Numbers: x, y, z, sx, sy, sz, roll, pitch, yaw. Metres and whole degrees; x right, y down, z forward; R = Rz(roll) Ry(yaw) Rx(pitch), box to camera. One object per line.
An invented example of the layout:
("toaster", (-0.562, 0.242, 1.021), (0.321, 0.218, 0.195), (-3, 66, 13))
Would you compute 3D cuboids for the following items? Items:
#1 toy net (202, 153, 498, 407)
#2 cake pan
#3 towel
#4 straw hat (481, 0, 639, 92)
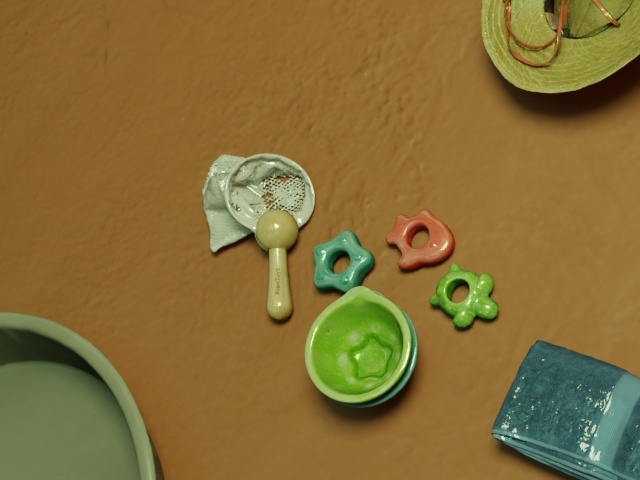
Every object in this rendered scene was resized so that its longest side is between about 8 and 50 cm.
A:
("toy net", (0.000, 0.000, 0.882), (0.122, 0.045, 0.232), (-47, 58, 4))
("cake pan", (-0.220, 0.193, 0.913), (0.293, 0.054, 0.293), (-9, 67, 23))
("towel", (0.157, 0.102, 0.773), (0.119, 0.029, 0.067), (21, 80, 32))
("straw hat", (0.171, -0.148, 0.844), (0.144, 0.061, 0.144), (-13, 70, 40))
